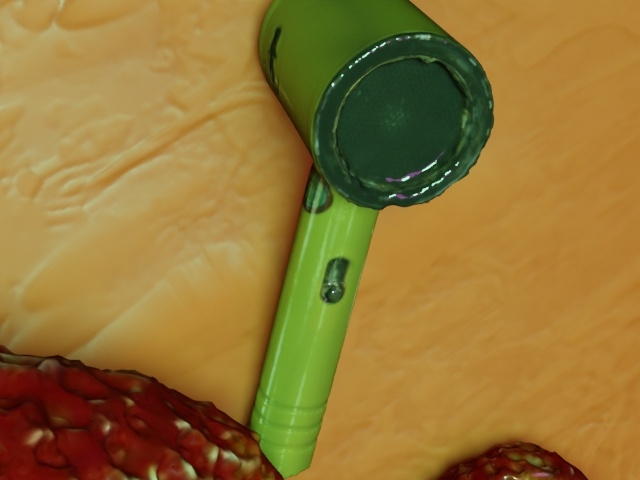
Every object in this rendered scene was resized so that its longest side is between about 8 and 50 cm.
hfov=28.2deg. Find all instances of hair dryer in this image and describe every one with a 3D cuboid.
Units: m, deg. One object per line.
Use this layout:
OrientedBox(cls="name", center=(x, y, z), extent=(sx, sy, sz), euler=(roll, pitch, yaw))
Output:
OrientedBox(cls="hair dryer", center=(0.000, 0.000, 0.689), extent=(0.090, 0.135, 0.279), euler=(5, 115, -21))

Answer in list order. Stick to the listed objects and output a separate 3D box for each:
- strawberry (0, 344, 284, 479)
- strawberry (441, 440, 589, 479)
OrientedBox(cls="strawberry", center=(-0.178, 0.173, 0.590), extent=(0.291, 0.310, 0.292), euler=(2, 98, 15))
OrientedBox(cls="strawberry", center=(0.115, 0.193, 0.772), extent=(0.145, 0.086, 0.145), euler=(-4, 102, -22))
